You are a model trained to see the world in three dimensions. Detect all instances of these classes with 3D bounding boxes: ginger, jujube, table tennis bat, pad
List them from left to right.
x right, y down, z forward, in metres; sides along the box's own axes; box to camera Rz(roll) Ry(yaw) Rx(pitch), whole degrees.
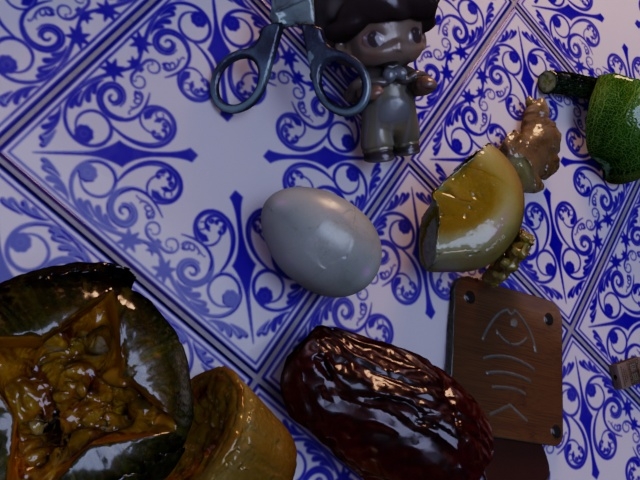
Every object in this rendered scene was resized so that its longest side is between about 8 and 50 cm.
[{"bbox_3d":[0.092,0.265,1.119,0.342,0.216,0.216,35,64,-11],"label":"jujube"},{"bbox_3d":[0.351,0.226,1.372,0.287,0.018,0.284,16,69,-28],"label":"pad"},{"bbox_3d":[0.377,0.447,1.344,0.154,0.021,0.274,-31,94,-33],"label":"table tennis bat"},{"bbox_3d":[0.433,-0.190,1.483,0.137,0.074,0.213,44,55,-15],"label":"ginger"}]

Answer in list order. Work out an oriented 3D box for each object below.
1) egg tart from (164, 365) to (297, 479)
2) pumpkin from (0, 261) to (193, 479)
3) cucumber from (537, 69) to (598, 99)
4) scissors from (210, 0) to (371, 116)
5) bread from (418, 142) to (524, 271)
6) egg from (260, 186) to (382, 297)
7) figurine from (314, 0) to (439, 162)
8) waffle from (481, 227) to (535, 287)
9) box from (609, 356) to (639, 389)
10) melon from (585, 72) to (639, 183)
[{"bbox_3d":[-0.134,0.291,0.990,0.147,0.203,0.202,44,60,-32],"label":"egg tart"},{"bbox_3d":[-0.310,0.186,0.883,0.321,0.192,0.320,6,74,-24],"label":"pumpkin"},{"bbox_3d":[0.552,-0.336,1.593,0.187,0.058,0.058,2,79,-29],"label":"cucumber"},{"bbox_3d":[-0.037,-0.385,1.148,0.256,0.029,0.383,5,90,7],"label":"scissors"},{"bbox_3d":[0.261,-0.032,1.271,0.261,0.158,0.156,-41,74,-19],"label":"bread"},{"bbox_3d":[0.000,0.000,1.137,0.209,0.151,0.151,36,64,-17],"label":"egg"},{"bbox_3d":[0.105,-0.329,1.256,0.248,0.203,0.380,-10,99,-15],"label":"figurine"},{"bbox_3d":[0.357,0.017,1.332,0.046,0.192,0.160,39,71,10],"label":"waffle"},{"bbox_3d":[0.644,0.277,1.535,0.083,0.024,0.053,-10,85,-30],"label":"box"},{"bbox_3d":[0.677,-0.217,1.573,0.265,0.129,0.169,44,73,-31],"label":"melon"}]
